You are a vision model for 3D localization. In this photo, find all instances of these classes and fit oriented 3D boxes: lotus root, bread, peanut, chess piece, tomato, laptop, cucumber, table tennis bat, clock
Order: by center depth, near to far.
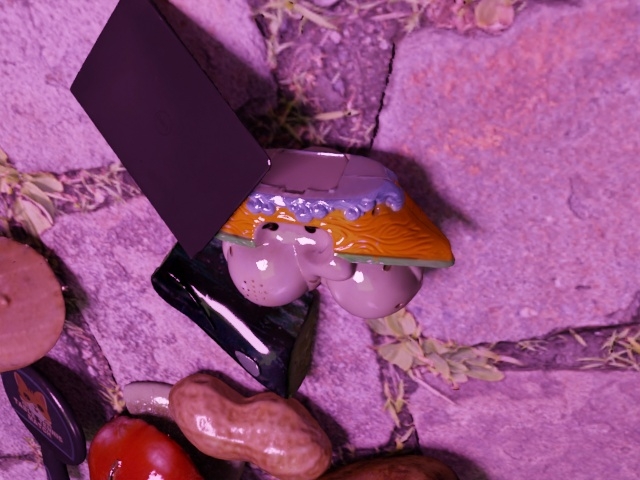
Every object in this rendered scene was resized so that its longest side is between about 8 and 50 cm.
[{"bbox_3d":[-0.126,-0.097,0.735,0.197,0.016,0.135,54,129,11],"label":"laptop"},{"bbox_3d":[0.000,0.000,0.764,0.230,0.103,0.144,7,131,18],"label":"clock"},{"bbox_3d":[-0.076,0.074,0.871,0.193,0.086,0.115,41,132,-5],"label":"cucumber"},{"bbox_3d":[0.039,0.304,0.964,0.260,0.145,0.129,-18,97,30],"label":"lotus root"},{"bbox_3d":[-0.077,0.199,0.964,0.192,0.089,0.089,16,131,8],"label":"peanut"},{"bbox_3d":[-0.399,0.100,0.994,0.137,0.137,0.300,46,141,-17],"label":"chess piece"},{"bbox_3d":[-0.197,0.316,1.049,0.228,0.101,0.228,31,147,23],"label":"tomato"},{"bbox_3d":[-0.146,0.240,1.053,0.112,0.036,0.193,-9,124,25],"label":"bread"},{"bbox_3d":[-0.333,0.234,1.096,0.150,0.027,0.236,31,137,27],"label":"table tennis bat"}]
